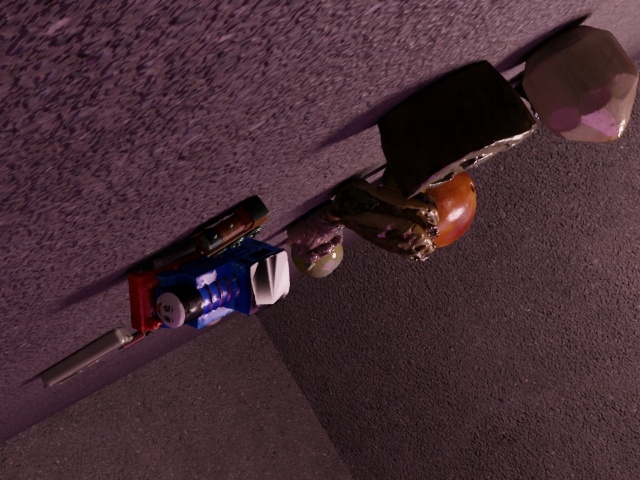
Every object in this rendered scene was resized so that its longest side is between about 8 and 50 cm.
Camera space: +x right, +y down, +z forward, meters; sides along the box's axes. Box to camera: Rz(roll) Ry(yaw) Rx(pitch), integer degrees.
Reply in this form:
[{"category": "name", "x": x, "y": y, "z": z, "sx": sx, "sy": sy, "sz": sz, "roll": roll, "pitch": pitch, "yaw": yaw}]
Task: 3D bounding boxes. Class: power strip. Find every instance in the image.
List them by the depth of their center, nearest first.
[{"category": "power strip", "x": -0.453, "y": 0.226, "z": 1.813, "sx": 0.192, "sy": 0.035, "sz": 0.081, "roll": -31, "pitch": 177, "yaw": 0}]

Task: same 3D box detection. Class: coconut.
[{"category": "coconut", "x": 0.406, "y": -0.231, "z": 1.445, "sx": 0.171, "sy": 0.183, "sz": 0.171, "roll": -27, "pitch": 175, "yaw": -3}]

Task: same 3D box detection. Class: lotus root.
[{"category": "lotus root", "x": 0.188, "y": -0.153, "z": 1.235, "sx": 0.235, "sy": 0.119, "sz": 0.138, "roll": -27, "pitch": 175, "yaw": -39}]

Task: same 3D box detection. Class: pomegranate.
[{"category": "pomegranate", "x": 0.240, "y": -0.087, "z": 2.042, "sx": 0.209, "sy": 0.209, "sz": 0.209, "roll": -31, "pitch": 177, "yaw": -2}]

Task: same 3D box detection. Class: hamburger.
[{"category": "hamburger", "x": 0.126, "y": -0.050, "z": 1.717, "sx": 0.130, "sy": 0.206, "sz": 0.183, "roll": -63, "pitch": 178, "yaw": -7}]

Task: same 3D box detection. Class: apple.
[{"category": "apple", "x": 0.164, "y": -0.115, "z": 1.806, "sx": 0.089, "sy": 0.089, "sz": 0.074, "roll": -28, "pitch": 144, "yaw": -40}]

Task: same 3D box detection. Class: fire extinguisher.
[{"category": "fire extinguisher", "x": -0.423, "y": 0.226, "z": 2.128, "sx": 0.083, "sy": 0.028, "sz": 0.022, "roll": -30, "pitch": 144, "yaw": -15}]

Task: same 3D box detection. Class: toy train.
[{"category": "toy train", "x": -0.116, "y": -0.015, "z": 1.214, "sx": 0.103, "sy": 0.044, "sz": 0.064, "roll": -32, "pitch": 174, "yaw": -17}, {"category": "toy train", "x": -0.150, "y": 0.059, "z": 1.253, "sx": 0.131, "sy": 0.083, "sz": 0.204, "roll": 18, "pitch": -152, "yaw": 34}]

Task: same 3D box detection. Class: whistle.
[{"category": "whistle", "x": 0.000, "y": 0.000, "z": 2.140, "sx": 0.123, "sy": 0.123, "sz": 0.223, "roll": -34, "pitch": -163, "yaw": 35}]

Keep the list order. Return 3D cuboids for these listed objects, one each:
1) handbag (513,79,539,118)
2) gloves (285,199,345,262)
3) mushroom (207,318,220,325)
[{"category": "handbag", "x": 0.460, "y": -0.289, "z": 1.718, "sx": 0.162, "sy": 0.113, "sz": 0.260, "roll": -39, "pitch": 166, "yaw": 21}, {"category": "gloves", "x": -0.002, "y": -0.016, "z": 1.830, "sx": 0.110, "sy": 0.094, "sz": 0.144, "roll": -42, "pitch": 174, "yaw": -26}, {"category": "mushroom", "x": -0.268, "y": 0.155, "z": 2.180, "sx": 0.085, "sy": 0.085, "sz": 0.079, "roll": -30, "pitch": 148, "yaw": -21}]
